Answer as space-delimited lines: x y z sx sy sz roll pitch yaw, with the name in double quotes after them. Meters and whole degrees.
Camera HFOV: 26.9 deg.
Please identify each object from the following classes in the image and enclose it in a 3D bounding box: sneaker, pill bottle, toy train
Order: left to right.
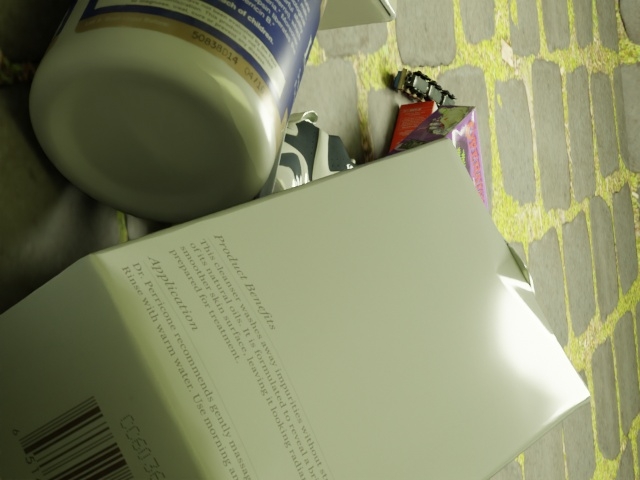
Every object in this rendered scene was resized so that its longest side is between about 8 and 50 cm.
-0.077 -0.153 0.873 0.153 0.153 0.264 64 31 -43 "pill bottle"
0.000 0.000 1.108 0.153 0.094 0.235 -50 122 -48 "sneaker"
0.116 -0.167 1.496 0.158 0.036 0.027 15 92 -68 "toy train"

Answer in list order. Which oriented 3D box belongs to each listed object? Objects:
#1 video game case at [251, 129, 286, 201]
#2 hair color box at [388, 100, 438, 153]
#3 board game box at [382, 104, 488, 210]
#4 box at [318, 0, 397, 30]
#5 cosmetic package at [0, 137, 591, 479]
-0.056 -0.078 0.962 0.122 0.011 0.087 -125 -139 -51 "video game case"
0.103 -0.076 1.440 0.072 0.043 0.141 63 31 -42 "hair color box"
0.121 0.059 1.381 0.208 0.056 0.346 -39 127 -45 "board game box"
-0.005 -0.343 1.120 0.148 0.121 0.311 44 46 -58 "box"
-0.011 0.086 0.814 0.385 0.156 0.217 -18 79 -55 "cosmetic package"
